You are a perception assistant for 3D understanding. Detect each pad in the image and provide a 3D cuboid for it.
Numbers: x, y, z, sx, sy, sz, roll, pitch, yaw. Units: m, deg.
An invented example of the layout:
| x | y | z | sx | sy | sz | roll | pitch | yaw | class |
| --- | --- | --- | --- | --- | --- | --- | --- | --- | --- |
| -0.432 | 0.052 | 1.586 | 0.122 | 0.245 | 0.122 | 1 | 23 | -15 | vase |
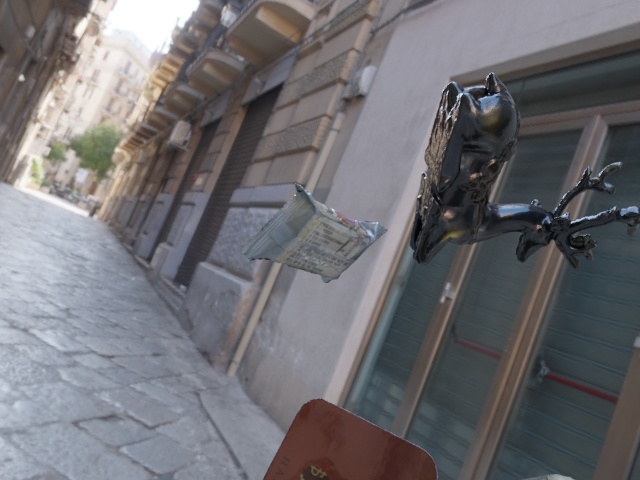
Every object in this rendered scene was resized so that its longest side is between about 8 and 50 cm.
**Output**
| x | y | z | sx | sy | sz | roll | pitch | yaw | class |
| --- | --- | --- | --- | --- | --- | --- | --- | --- | --- |
| 0.002 | 0.323 | 0.569 | 0.181 | 0.267 | 0.004 | 21 | -21 | 20 | pad |

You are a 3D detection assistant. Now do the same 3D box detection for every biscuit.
| x | y | z | sx | sy | sz | roll | pitch | yaw | class |
| --- | --- | --- | --- | --- | --- | --- | --- | --- | --- |
| -0.003 | 0.003 | 1.061 | 0.309 | 0.186 | 0.079 | 19 | 30 | -56 | biscuit |

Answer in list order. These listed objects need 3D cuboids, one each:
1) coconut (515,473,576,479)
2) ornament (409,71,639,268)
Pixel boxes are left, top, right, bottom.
| x | y | z | sx | sy | sz | roll | pitch | yaw | class |
| --- | --- | --- | --- | --- | --- | --- | --- | --- | --- |
| 0.218 | 0.356 | 0.478 | 0.227 | 0.230 | 0.227 | 27 | 7 | -3 | coconut |
| 0.220 | -0.061 | 0.525 | 0.236 | 0.202 | 0.080 | 3 | 35 | -7 | ornament |
